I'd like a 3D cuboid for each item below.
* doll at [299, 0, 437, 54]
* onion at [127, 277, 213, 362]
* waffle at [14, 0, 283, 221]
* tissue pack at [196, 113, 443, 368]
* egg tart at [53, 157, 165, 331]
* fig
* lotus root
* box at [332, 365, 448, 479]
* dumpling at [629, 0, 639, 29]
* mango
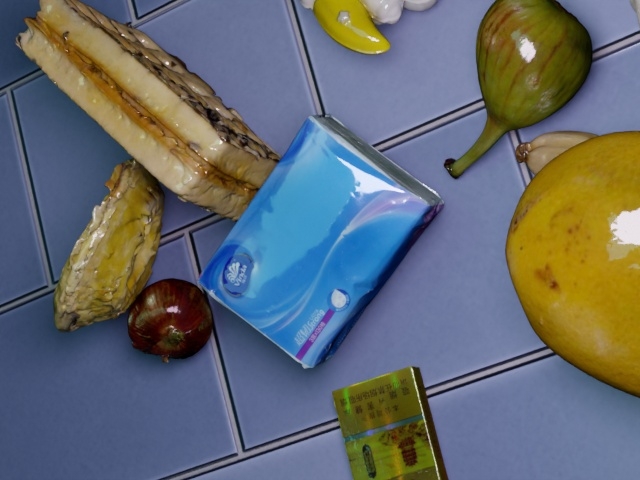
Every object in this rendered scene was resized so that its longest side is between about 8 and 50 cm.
[{"bbox_3d":[0.089,-0.358,1.818,0.237,0.111,0.252,-38,60,-11],"label":"doll"},{"bbox_3d":[-0.205,0.106,1.908,0.118,0.117,0.119,-39,44,53],"label":"onion"},{"bbox_3d":[-0.219,-0.181,1.874,0.376,0.261,0.114,43,97,25],"label":"waffle"},{"bbox_3d":[0.000,0.000,1.778,0.198,0.146,0.263,37,102,7],"label":"tissue pack"},{"bbox_3d":[-0.277,0.011,1.894,0.095,0.279,0.279,24,95,1],"label":"egg tart"},{"bbox_3d":[0.225,-0.181,1.712,0.151,0.151,0.259,41,106,26],"label":"fig"},{"bbox_3d":[0.315,-0.098,1.696,0.150,0.062,0.073,12,66,27],"label":"lotus root"},{"bbox_3d":[0.093,0.271,1.779,0.121,0.030,0.193,-21,73,24],"label":"box"},{"bbox_3d":[0.424,-0.270,1.649,0.169,0.100,0.134,22,109,33],"label":"dumpling"},{"bbox_3d":[0.417,0.044,1.521,0.445,0.232,0.300,17,111,24],"label":"mango"}]
